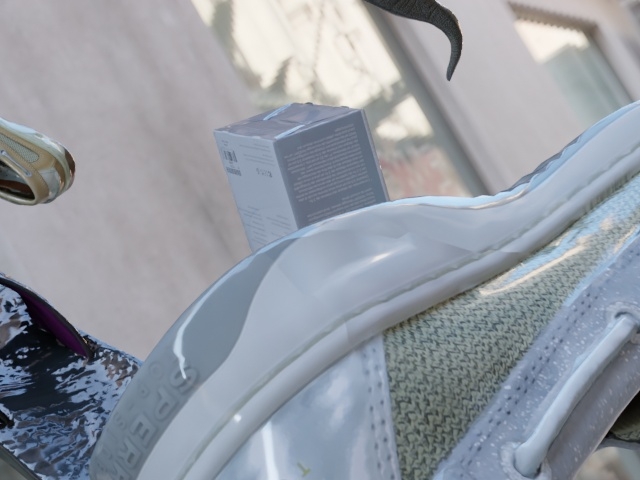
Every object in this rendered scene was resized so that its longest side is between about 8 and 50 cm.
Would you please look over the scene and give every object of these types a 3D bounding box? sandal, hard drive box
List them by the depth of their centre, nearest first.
[{"bbox_3d":[-0.269,0.087,1.237,0.167,0.446,0.107,-50,-38,-31],"label":"sandal"},{"bbox_3d":[0.000,0.000,1.367,0.089,0.232,0.181,-20,14,-17],"label":"hard drive box"}]

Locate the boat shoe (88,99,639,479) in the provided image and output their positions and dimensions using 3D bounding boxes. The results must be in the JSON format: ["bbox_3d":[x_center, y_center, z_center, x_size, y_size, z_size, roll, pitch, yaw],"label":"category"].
[{"bbox_3d":[0.079,0.036,0.441,0.320,0.103,0.118,-14,-36,-51],"label":"boat shoe"}]

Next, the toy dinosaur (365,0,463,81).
[{"bbox_3d":[0.042,-0.289,1.346,0.160,0.313,0.121,-20,16,-42],"label":"toy dinosaur"}]

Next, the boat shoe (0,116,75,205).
[{"bbox_3d":[-0.297,-0.078,1.243,0.072,0.190,0.068,-51,-24,-57],"label":"boat shoe"}]
